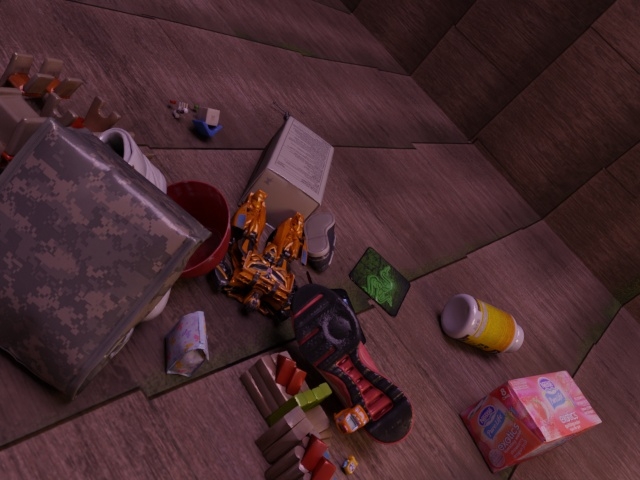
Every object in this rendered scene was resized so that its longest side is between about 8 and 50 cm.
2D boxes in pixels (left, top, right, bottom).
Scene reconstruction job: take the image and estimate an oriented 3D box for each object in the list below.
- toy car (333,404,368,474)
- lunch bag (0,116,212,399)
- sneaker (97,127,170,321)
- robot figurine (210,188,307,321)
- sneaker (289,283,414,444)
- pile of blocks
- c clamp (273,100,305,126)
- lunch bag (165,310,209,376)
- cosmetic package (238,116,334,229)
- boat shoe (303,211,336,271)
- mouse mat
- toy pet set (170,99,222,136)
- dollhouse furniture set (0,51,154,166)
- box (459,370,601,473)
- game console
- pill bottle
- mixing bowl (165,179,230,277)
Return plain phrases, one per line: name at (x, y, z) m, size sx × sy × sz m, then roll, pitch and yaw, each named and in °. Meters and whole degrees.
toy car at (0.055, 0.330, 0.926) m, size 0.040 × 0.060 × 0.122 m, roll -36°, pitch 113°, yaw -60°
lunch bag at (-0.324, 0.031, 0.739) m, size 0.235 × 0.287 × 0.169 m, roll 40°, pitch 1°, yaw -7°
sneaker at (-0.307, -0.032, 0.870) m, size 0.169 × 0.108 × 0.292 m, roll 71°, pitch 6°, yaw -61°
robot figurine at (-0.112, 0.027, 1.133) m, size 0.211 × 0.085 × 0.291 m, roll 30°, pitch 33°, yaw -19°
sneaker at (0.036, 0.226, 1.021) m, size 0.116 × 0.136 × 0.313 m, roll -30°, pitch 81°, yaw -17°
pile of blocks at (-0.013, 0.315, 0.865) m, size 0.149 × 0.112 × 0.362 m, roll 18°, pitch 39°, yaw -35°
c clamp at (-0.083, -0.331, 1.673) m, size 0.137 × 0.022 × 0.160 m, roll 29°, pitch 32°, yaw -31°
lunch bag at (-0.200, 0.159, 0.873) m, size 0.053 × 0.083 × 0.071 m, roll 19°, pitch 38°, yaw -34°
cosmetic package at (-0.074, -0.160, 1.364) m, size 0.153 × 0.129 × 0.296 m, roll 36°, pitch 31°, yaw -14°
boat shoe at (0.000, 0.000, 1.339) m, size 0.206 × 0.075 × 0.064 m, roll -83°, pitch 163°, yaw -60°
mouse mat at (0.153, 0.099, 1.421) m, size 0.153 × 0.007 × 0.189 m, roll 43°, pitch 32°, yaw 0°
toy pet set at (-0.290, -0.291, 1.372) m, size 0.114 × 0.065 × 0.122 m, roll 19°, pitch 13°, yaw 35°
dollhouse furniture set at (-0.474, -0.187, 0.986) m, size 0.262 × 0.135 × 0.259 m, roll 45°, pitch 20°, yaw 4°
box at (0.478, 0.399, 1.276) m, size 0.300 × 0.154 × 0.142 m, roll 6°, pitch 46°, yaw -43°
game console at (0.032, 0.138, 1.152) m, size 0.124 × 0.085 × 0.144 m, roll 0°, pitch 49°, yaw -27°
pill bottle at (0.424, 0.223, 1.465) m, size 0.215 × 0.117 × 0.117 m, roll 24°, pitch 36°, yaw -27°
mixing bowl at (-0.230, -0.004, 0.990) m, size 0.098 × 0.182 × 0.181 m, roll 69°, pitch -6°, yaw -60°
